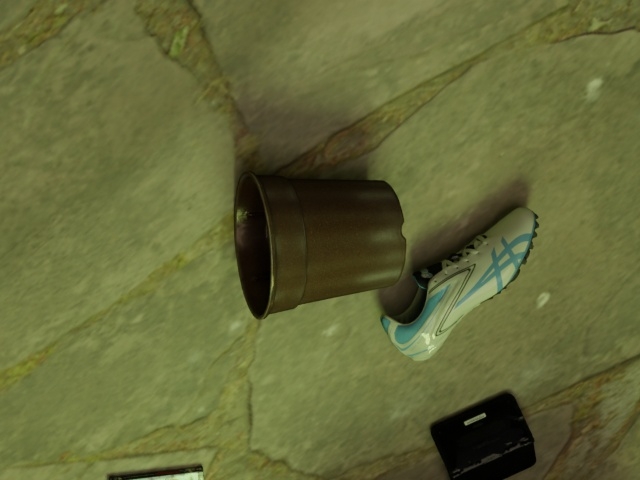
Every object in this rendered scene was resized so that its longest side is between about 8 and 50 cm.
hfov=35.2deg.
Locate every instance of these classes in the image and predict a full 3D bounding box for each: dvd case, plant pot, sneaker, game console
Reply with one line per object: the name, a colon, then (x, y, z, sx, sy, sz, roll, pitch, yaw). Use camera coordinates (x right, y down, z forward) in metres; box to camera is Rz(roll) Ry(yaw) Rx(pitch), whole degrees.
dvd case: (-0.206, 0.335, 1.285, 0.119, 0.013, 0.087, -4, 108, -11)
plant pot: (0.000, 0.000, 1.150, 0.165, 0.167, 0.167, -4, 108, -18)
sneaker: (0.171, 0.043, 1.233, 0.086, 0.085, 0.237, 43, 92, -13)
game console: (0.219, 0.276, 1.352, 0.122, 0.071, 0.107, -24, 80, -4)
